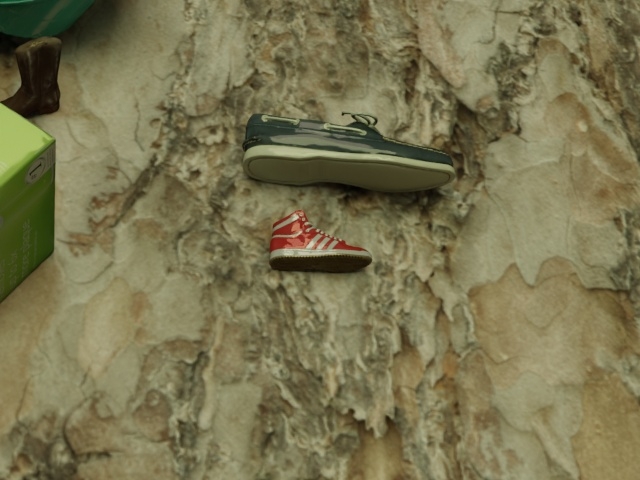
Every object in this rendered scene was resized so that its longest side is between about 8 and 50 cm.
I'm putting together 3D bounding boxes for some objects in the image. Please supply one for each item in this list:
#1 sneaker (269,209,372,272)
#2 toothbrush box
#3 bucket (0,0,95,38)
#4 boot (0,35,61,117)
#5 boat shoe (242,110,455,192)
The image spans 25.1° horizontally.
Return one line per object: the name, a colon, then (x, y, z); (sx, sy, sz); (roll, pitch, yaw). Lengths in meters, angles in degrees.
sneaker: (0.000, 0.000, 1.654); (0.118, 0.042, 0.067); (2, 57, -6)
toothbrush box: (-0.406, 0.010, 1.471); (0.122, 0.206, 0.283); (34, 55, 14)
bucket: (-0.354, -0.394, 1.739); (0.281, 0.183, 0.281); (24, 43, -24)
boot: (-0.354, -0.188, 1.682); (0.106, 0.114, 0.037); (-21, 60, -23)
boat shoe: (0.035, -0.108, 1.712); (0.254, 0.095, 0.079); (3, 64, 3)
